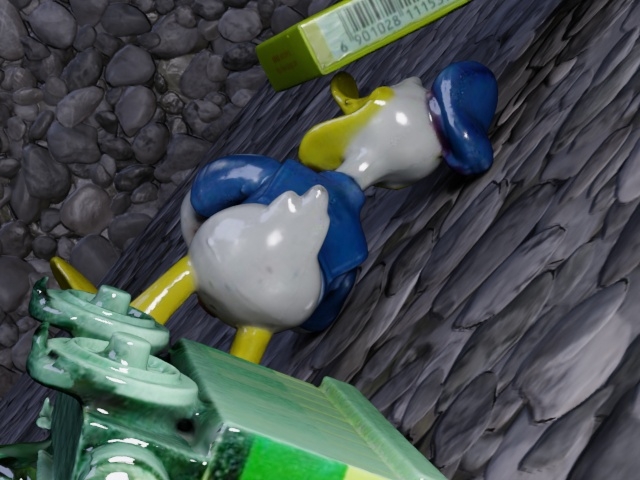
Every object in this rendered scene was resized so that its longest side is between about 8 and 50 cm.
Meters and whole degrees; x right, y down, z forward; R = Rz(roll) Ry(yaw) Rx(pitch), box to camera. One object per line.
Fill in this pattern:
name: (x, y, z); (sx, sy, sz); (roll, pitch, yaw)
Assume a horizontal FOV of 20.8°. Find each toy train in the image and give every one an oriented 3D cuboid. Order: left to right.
toy train: (-0.056, 0.109, 0.815); (0.301, 0.202, 0.120); (-151, 83, -80)

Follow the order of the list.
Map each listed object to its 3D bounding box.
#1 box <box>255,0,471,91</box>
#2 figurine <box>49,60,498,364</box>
box: (0.120, -0.208, 1.321); (0.335, 0.047, 0.187); (-27, 5, -10)
figurine: (0.000, 0.000, 1.234); (0.338, 0.204, 0.283); (-39, 1, -9)
